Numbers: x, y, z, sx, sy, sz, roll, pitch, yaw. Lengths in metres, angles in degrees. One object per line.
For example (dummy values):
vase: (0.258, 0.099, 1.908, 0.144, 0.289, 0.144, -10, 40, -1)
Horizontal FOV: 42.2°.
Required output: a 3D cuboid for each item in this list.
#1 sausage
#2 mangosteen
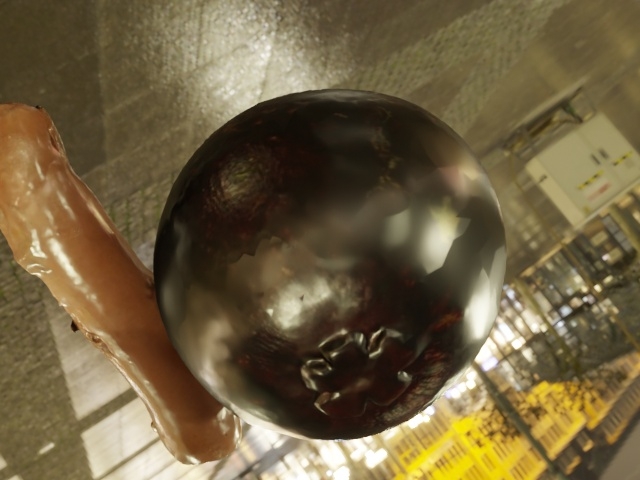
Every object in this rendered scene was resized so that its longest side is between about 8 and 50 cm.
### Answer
sausage: (-0.143, 0.040, 0.585, 0.078, 0.304, 0.078, -27, -158, 11)
mangosteen: (0.000, 0.000, 0.549, 0.228, 0.265, 0.228, -6, 125, -9)
